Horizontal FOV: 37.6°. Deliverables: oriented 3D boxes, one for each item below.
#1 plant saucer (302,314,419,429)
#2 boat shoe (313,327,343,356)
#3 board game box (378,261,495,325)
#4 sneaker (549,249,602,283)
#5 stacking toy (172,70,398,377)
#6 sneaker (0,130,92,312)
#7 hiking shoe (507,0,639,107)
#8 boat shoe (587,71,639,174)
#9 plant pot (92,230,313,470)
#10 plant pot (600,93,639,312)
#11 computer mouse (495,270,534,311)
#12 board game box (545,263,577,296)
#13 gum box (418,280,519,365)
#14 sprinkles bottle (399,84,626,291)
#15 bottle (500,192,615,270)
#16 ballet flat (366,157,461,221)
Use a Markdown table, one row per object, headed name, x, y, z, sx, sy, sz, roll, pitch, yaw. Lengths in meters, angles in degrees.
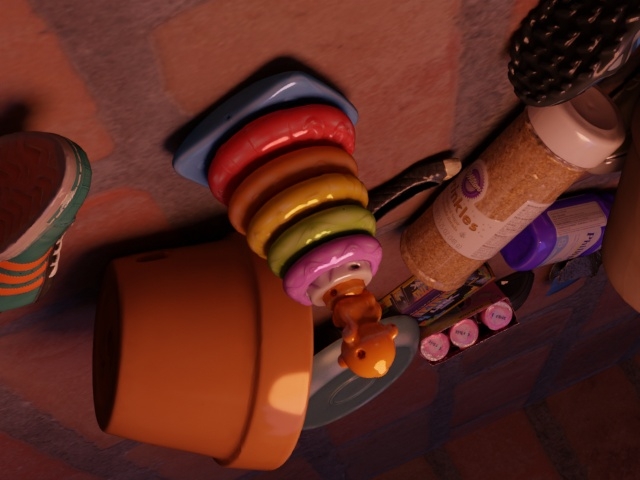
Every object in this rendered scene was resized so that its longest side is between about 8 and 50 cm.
| name | x | y | z | sx | sy | sz | roll | pitch | yaw |
| --- | --- | --- | --- | --- | --- | --- | --- | --- | --- |
| plant saucer | 0.051 | 0.246 | 1.664 | 0.318 | 0.043 | 0.317 | -28 | 155 | -14 |
| boat shoe | 0.006 | 0.233 | 1.719 | 0.073 | 0.080 | 0.223 | -3 | 144 | -33 |
| board game box | 0.202 | 0.090 | 1.655 | 0.170 | 0.048 | 0.141 | -40 | 155 | 29 |
| sneaker | 0.522 | 0.029 | 1.807 | 0.170 | 0.051 | 0.089 | -9 | 117 | -21 |
| stacking toy | 0.000 | 0.000 | 0.930 | 0.175 | 0.301 | 0.166 | -34 | 155 | 17 |
| sneaker | -0.291 | -0.006 | 0.885 | 0.302 | 0.108 | 0.121 | -32 | 158 | 34 |
| hiking shoe | 0.334 | -0.244 | 0.994 | 0.132 | 0.113 | 0.304 | 0 | 146 | -45 |
| boat shoe | 0.461 | -0.206 | 1.252 | 0.302 | 0.109 | 0.094 | -37 | 133 | 13 |
| plant pot | -0.152 | 0.126 | 1.112 | 0.204 | 0.290 | 0.291 | 4 | 146 | -22 |
| plant pot | 0.494 | -0.042 | 1.156 | 0.323 | 0.323 | 0.280 | -15 | 148 | -24 |
| computer mouse | 0.320 | 0.156 | 1.901 | 0.262 | 0.060 | 0.184 | -24 | 156 | -3 |
| board game box | 0.513 | 0.052 | 1.916 | 0.133 | 0.033 | 0.168 | -29 | 160 | -8 |
| gum box | 0.262 | 0.153 | 1.762 | 0.188 | 0.062 | 0.107 | -27 | -161 | 3 |
| sprinkles bottle | 0.247 | -0.068 | 1.269 | 0.121 | 0.121 | 0.355 | -7 | 151 | -38 |
| bottle | 0.435 | -0.023 | 1.593 | 0.283 | 0.092 | 0.118 | -11 | 152 | -31 |
| ballet flat | 0.111 | -0.058 | 1.244 | 0.173 | 0.049 | 0.057 | -29 | 158 | 7 |
